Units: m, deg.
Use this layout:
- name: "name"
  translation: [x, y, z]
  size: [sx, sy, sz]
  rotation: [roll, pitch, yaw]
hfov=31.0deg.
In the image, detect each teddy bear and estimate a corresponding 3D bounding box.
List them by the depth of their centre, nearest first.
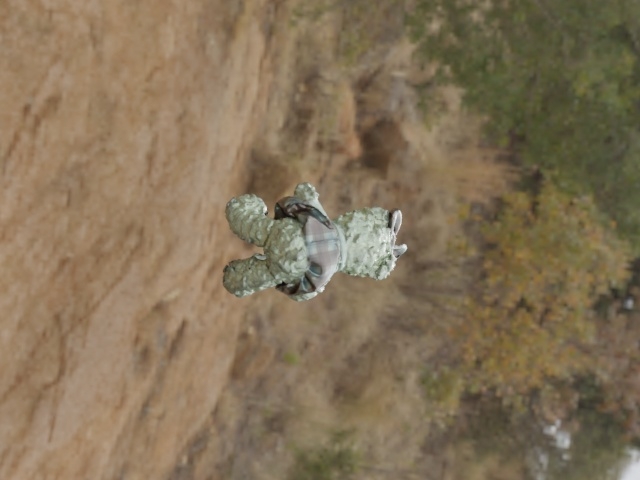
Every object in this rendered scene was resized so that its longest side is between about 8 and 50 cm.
- name: "teddy bear"
  translation: [-0.006, 0.003, 1.277]
  size: [0.111, 0.213, 0.133]
  rotation: [-96, -177, -83]
